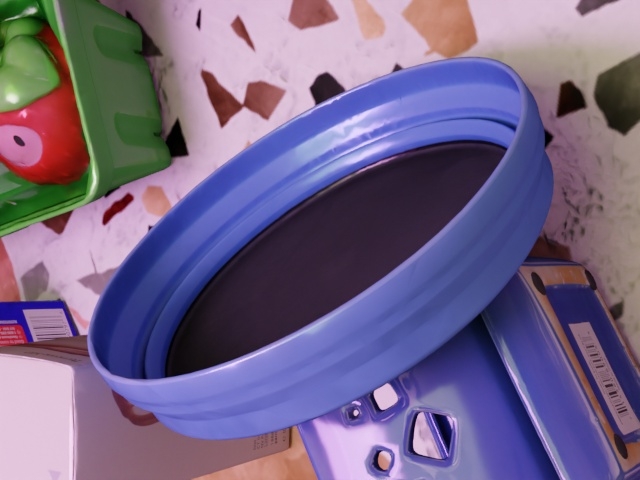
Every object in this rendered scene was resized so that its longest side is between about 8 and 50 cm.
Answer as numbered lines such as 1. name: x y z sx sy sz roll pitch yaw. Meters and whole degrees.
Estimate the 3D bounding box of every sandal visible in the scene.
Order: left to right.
1. sandal: -0.011 -0.053 1.113 0.049 0.072 0.180 40 109 3

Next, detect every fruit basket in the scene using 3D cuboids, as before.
1. fruit basket: -0.393 -0.131 1.179 0.392 0.392 0.283 -17 84 33

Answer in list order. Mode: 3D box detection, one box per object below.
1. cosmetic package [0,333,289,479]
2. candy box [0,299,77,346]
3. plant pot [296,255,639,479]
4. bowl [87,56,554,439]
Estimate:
1. cosmetic package: -0.172 0.153 1.081 0.153 0.296 0.129 3 94 34
2. candy box: -0.461 0.192 1.295 0.317 0.268 0.122 -35 69 30
3. plant pot: 0.136 0.139 0.919 0.212 0.236 0.236 -31 74 24
4. bowl: 0.000 0.000 0.900 0.391 0.391 0.077 -17 118 33
